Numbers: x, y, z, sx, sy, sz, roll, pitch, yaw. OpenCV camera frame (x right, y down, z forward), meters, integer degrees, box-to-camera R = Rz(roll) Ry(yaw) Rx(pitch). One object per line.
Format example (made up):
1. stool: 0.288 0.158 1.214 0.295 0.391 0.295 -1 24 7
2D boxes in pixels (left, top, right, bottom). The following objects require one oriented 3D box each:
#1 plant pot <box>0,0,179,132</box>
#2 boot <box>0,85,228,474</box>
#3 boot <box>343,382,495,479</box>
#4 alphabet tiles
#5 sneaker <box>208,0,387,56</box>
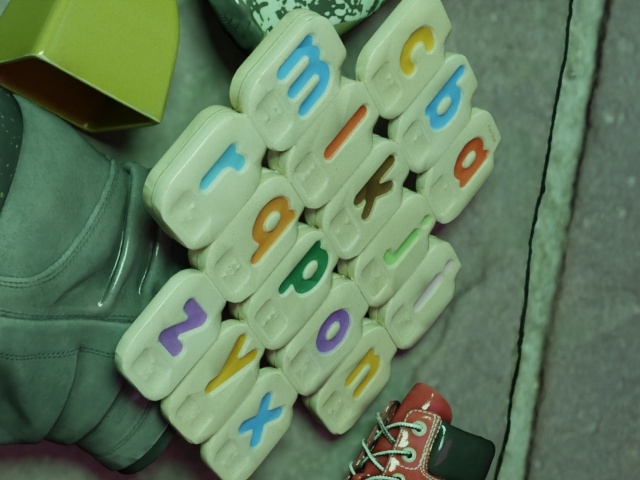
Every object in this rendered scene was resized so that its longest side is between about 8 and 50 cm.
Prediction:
1. plant pot: -0.123 -0.114 0.867 0.081 0.081 0.083 28 73 -32
2. boot: -0.177 0.093 0.860 0.223 0.118 0.338 29 92 -42
3. boot: 0.005 0.169 0.999 0.244 0.088 0.176 9 95 -40
4. alphabet tiles: 0.000 0.000 0.932 0.278 0.021 0.284 -51 143 -14
5. sneaker: 0.102 -0.251 0.912 0.410 0.182 0.158 -44 119 -16
